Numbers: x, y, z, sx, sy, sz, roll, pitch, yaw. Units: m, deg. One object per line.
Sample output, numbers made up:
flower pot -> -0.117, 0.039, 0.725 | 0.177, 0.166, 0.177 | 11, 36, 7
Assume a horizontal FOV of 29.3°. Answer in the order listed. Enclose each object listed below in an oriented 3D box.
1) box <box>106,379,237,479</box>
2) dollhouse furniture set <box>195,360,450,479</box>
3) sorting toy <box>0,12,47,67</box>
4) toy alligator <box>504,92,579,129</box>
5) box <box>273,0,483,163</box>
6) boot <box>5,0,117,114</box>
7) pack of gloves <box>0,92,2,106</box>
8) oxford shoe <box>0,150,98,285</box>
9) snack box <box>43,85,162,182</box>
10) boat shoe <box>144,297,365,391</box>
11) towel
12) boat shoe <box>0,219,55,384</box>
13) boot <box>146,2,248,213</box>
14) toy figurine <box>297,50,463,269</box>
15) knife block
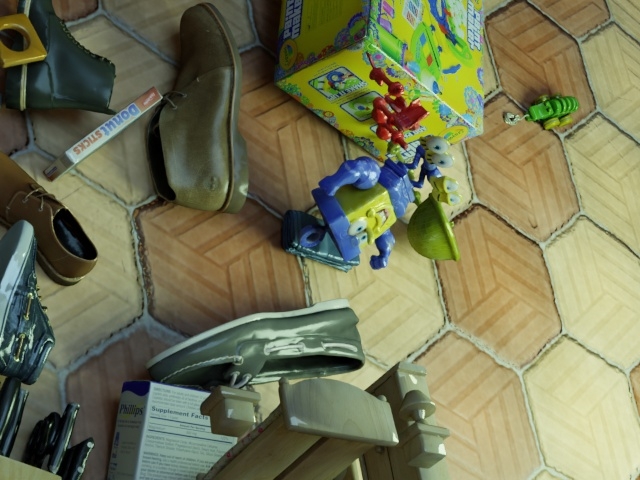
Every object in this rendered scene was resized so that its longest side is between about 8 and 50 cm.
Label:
box -> -0.169, 0.239, 1.422 | 0.126, 0.072, 0.137 | 16, 76, -33
dollhouse furniture set -> -0.041, 0.223, 1.410 | 0.356, 0.303, 0.173 | 16, 46, -31
sorting toy -> -0.479, -0.201, 1.391 | 0.348, 0.047, 0.196 | -6, 68, -37
toy alligator -> 0.398, -0.229, 2.140 | 0.190, 0.051, 0.056 | -12, 76, -41
box -> 0.096, -0.312, 1.819 | 0.279, 0.177, 0.290 | 32, 50, -39
boot -> -0.315, -0.248, 1.542 | 0.137, 0.077, 0.197 | 7, 76, -10
pack of gloves -> -0.473, -0.153, 1.417 | 0.195, 0.046, 0.232 | 27, 54, -24
oxford shoe -> -0.339, -0.044, 1.447 | 0.212, 0.076, 0.076 | 46, 49, -11
snack box -> -0.274, -0.135, 1.552 | 0.022, 0.064, 0.178 | 51, 47, -8
boat shoe -> -0.065, 0.148, 1.546 | 0.335, 0.112, 0.095 | -11, 71, -45
towel -> 0.000, 0.000, 1.726 | 0.119, 0.029, 0.067 | 18, 56, -31
boat shoe -> -0.338, 0.071, 1.384 | 0.083, 0.065, 0.183 | 31, 55, -34
boot -> -0.172, -0.186, 1.638 | 0.115, 0.112, 0.305 | 2, 69, -26
toy figurine -> 0.057, -0.056, 1.701 | 0.217, 0.362, 0.191 | -34, 59, -7
knife block -> -0.353, 0.274, 1.270 | 0.276, 0.088, 0.242 | -24, 84, -42
